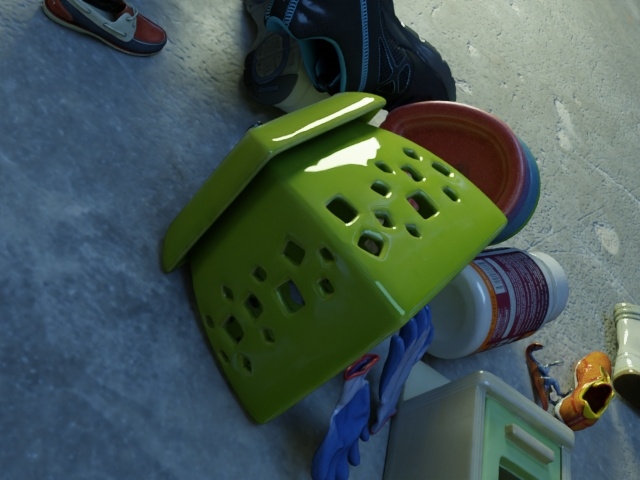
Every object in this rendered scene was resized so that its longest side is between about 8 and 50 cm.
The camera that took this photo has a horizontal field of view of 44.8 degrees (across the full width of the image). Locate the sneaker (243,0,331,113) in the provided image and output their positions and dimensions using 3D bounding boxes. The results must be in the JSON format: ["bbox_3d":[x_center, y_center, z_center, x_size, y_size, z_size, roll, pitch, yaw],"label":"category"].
[{"bbox_3d":[-0.023,-0.267,0.993,0.129,0.111,0.297,33,51,-41],"label":"sneaker"}]

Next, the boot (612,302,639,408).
[{"bbox_3d":[0.542,0.208,1.229,0.213,0.077,0.165,36,42,-17],"label":"boot"}]

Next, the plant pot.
[{"bbox_3d":[0.000,0.000,0.732,0.207,0.228,0.227,52,41,4],"label":"plant pot"}]

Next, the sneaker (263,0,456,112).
[{"bbox_3d":[0.047,-0.208,0.905,0.139,0.125,0.341,-59,139,-10],"label":"sneaker"}]

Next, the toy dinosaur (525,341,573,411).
[{"bbox_3d":[0.298,0.179,1.039,0.090,0.047,0.082,-25,64,-39],"label":"toy dinosaur"}]

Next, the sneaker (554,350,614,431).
[{"bbox_3d":[0.385,0.208,1.081,0.064,0.067,0.175,52,39,-2],"label":"sneaker"}]

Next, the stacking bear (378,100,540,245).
[{"bbox_3d":[0.200,-0.063,0.990,0.289,0.164,0.175,12,72,-67],"label":"stacking bear"}]

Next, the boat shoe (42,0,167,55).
[{"bbox_3d":[-0.217,-0.233,0.808,0.137,0.043,0.049,14,53,-40],"label":"boat shoe"}]

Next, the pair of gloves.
[{"bbox_3d":[0.057,0.149,0.752,0.023,0.159,0.198,28,35,24],"label":"pair of gloves"}]

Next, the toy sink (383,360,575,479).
[{"bbox_3d":[0.168,0.231,0.805,0.153,0.131,0.234,37,43,-22],"label":"toy sink"}]

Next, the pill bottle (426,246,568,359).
[{"bbox_3d":[0.211,0.071,0.961,0.221,0.121,0.121,-5,68,-46],"label":"pill bottle"}]
